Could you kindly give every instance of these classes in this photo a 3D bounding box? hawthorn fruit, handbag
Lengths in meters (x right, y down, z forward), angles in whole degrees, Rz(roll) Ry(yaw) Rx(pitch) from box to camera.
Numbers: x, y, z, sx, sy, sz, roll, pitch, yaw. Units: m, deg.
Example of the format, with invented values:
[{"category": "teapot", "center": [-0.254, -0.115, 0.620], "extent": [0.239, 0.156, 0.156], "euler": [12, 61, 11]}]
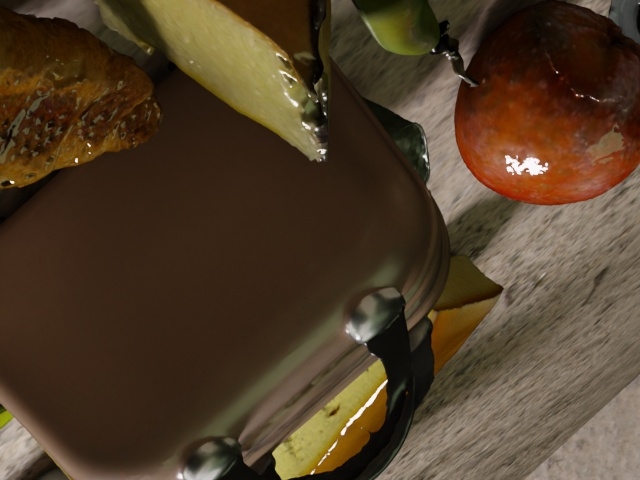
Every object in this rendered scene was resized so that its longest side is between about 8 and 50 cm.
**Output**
[{"category": "hawthorn fruit", "center": [0.195, -0.108, 1.387], "extent": [0.173, 0.173, 0.173], "euler": [-36, 160, -15]}, {"category": "handbag", "center": [-0.053, 0.045, 1.059], "extent": [0.302, 0.283, 0.149], "euler": [-42, 159, 2]}]

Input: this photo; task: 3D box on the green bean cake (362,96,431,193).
[{"category": "green bean cake", "center": [0.000, 0.000, 1.290], "extent": [0.185, 0.094, 0.183], "euler": [-35, 139, -26]}]

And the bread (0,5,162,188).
[{"category": "bread", "center": [-0.180, -0.076, 0.874], "extent": [0.233, 0.076, 0.105], "euler": [-2, 125, -51]}]

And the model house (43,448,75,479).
[{"category": "model house", "center": [-0.178, 0.134, 1.313], "extent": [0.100, 0.088, 0.100], "euler": [-40, 157, -9]}]

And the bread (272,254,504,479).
[{"category": "bread", "center": [0.049, 0.165, 1.825], "extent": [0.138, 0.077, 0.361], "euler": [-16, 149, -53]}]

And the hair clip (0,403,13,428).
[{"category": "hair clip", "center": [-0.290, 0.156, 1.230], "extent": [0.188, 0.033, 0.060], "euler": [-21, 155, -45]}]

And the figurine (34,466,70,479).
[{"category": "figurine", "center": [-0.194, 0.237, 1.465], "extent": [0.192, 0.126, 0.147], "euler": [-23, 175, -15]}]

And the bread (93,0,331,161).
[{"category": "bread", "center": [-0.018, -0.138, 0.917], "extent": [0.169, 0.160, 0.140], "euler": [-37, 160, -13]}]

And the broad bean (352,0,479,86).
[{"category": "broad bean", "center": [0.051, -0.179, 1.121], "extent": [0.075, 0.067, 0.325], "euler": [-12, 164, 7]}]

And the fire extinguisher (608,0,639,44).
[{"category": "fire extinguisher", "center": [0.434, -0.256, 1.591], "extent": [0.376, 0.113, 0.200], "euler": [-19, 150, -47]}]
